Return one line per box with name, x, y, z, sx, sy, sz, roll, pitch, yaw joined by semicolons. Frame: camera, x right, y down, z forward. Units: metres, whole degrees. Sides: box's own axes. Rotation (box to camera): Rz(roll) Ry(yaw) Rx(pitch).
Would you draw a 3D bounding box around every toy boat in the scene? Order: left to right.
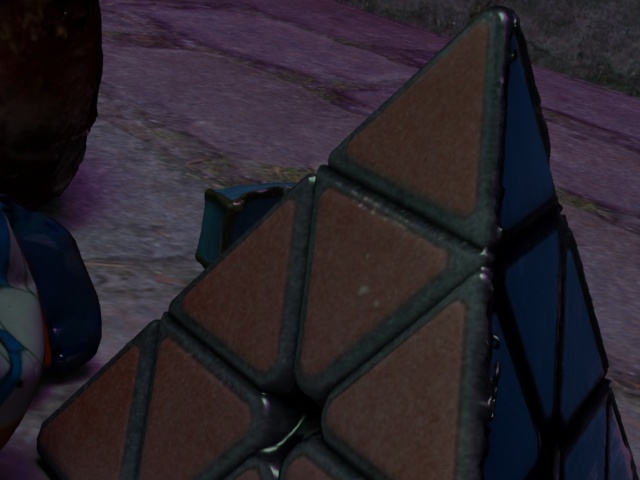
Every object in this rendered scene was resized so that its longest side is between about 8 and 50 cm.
toy boat;0.000;0.000;0.932;0.185;0.075;0.077;2;15;-41

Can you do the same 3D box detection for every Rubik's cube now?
Rubik's cube;0.033;0.087;0.543;0.229;0.228;0.233;-35;-8;-18

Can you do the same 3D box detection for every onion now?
onion;-0.221;-0.147;0.974;0.146;0.280;0.314;23;14;-14

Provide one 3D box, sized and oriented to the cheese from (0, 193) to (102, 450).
cheese;-0.189;0.023;0.588;0.129;0.217;0.329;-23;-6;11
